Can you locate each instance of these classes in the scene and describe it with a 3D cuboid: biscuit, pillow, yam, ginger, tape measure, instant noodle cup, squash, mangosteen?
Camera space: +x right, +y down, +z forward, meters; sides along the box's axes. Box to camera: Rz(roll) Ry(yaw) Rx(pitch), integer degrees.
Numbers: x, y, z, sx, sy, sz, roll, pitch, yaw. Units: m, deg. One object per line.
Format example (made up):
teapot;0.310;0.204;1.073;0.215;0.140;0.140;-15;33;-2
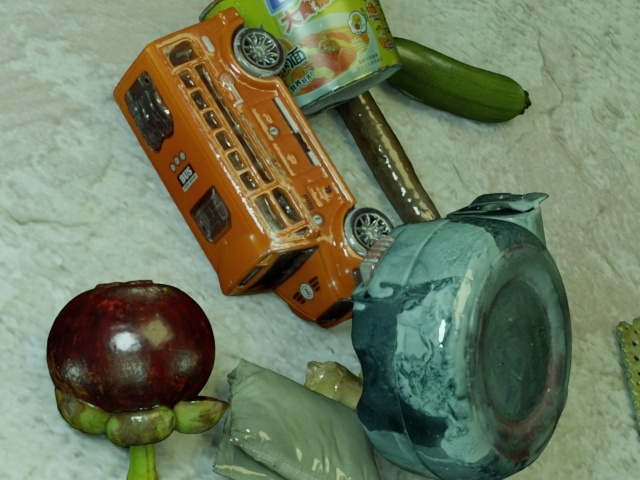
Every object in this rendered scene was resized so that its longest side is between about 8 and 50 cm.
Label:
biscuit;0.415;0.169;2.231;0.144;0.016;0.203;18;50;-35
pillow;-0.022;0.195;1.743;0.181;0.078;0.134;30;37;-24
yam;0.061;-0.117;2.092;0.046;0.046;0.264;-15;70;-49
ginger;0.062;0.147;1.866;0.165;0.067;0.096;27;67;-27
tape measure;0.139;0.102;1.784;0.275;0.147;0.256;-31;115;-50
instant noodle cup;-0.015;-0.218;1.998;0.205;0.205;0.153;-23;88;-50
squash;0.163;-0.188;2.231;0.258;0.069;0.069;16;50;-35
mangosteen;-0.165;0.122;1.615;0.146;0.156;0.181;50;41;-64

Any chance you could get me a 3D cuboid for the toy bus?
toy bus;-0.066;-0.058;1.850;0.153;0.143;0.329;-25;79;-37
